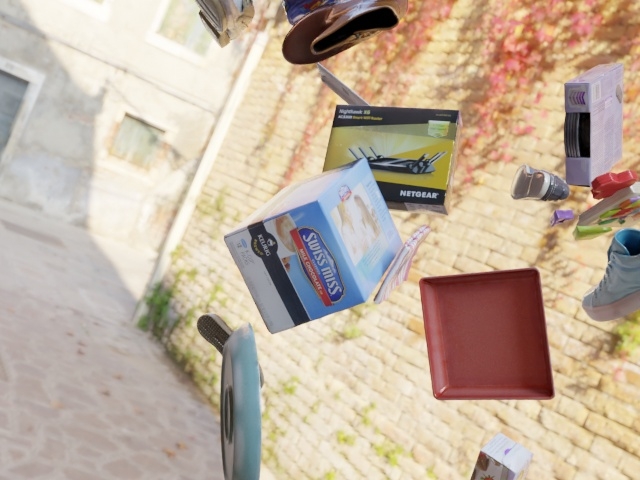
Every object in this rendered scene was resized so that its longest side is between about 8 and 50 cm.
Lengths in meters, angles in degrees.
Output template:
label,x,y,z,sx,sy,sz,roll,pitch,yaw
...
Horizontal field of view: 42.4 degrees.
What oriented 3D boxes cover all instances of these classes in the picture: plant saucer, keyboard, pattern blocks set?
label,x,y,z,sx,sy,sz,roll,pitch,yaw
plant saucer,-0.143,0.300,1.427,0.044,0.317,0.317,1,6,-13
plant saucer,0.338,0.190,1.664,0.259,0.258,0.048,-7,0,33
keyboard,0.071,-0.391,2.196,0.256,0.014,0.072,45,-16,34
pattern blocks set,0.572,-0.064,1.512,0.325,0.026,0.285,-7,-22,-21

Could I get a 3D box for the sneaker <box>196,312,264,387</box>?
label,x,y,z,sx,sy,sz,roll,pitch,yaw
sneaker,-0.166,0.216,1.636,0.188,0.066,0.071,51,13,12

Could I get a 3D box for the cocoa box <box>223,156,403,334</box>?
label,x,y,z,sx,sy,sz,roll,pitch,yaw
cocoa box,0.000,0.000,1.732,0.228,0.231,0.347,-20,12,24

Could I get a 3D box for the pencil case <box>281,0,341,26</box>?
label,x,y,z,sx,sy,sz,roll,pitch,yaw
pencil case,-0.043,-0.602,1.733,0.133,0.306,0.119,-2,-18,-42

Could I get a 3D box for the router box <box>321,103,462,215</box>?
label,x,y,z,sx,sy,sz,roll,pitch,yaw
router box,0.168,-0.195,1.968,0.309,0.243,0.081,5,-18,18

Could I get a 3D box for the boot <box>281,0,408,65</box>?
label,x,y,z,sx,sy,sz,roll,pitch,yaw
boot,0.026,-0.347,1.421,0.264,0.096,0.280,-14,22,17

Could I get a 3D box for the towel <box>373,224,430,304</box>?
label,x,y,z,sx,sy,sz,roll,pitch,yaw
towel,0.177,0.049,1.747,0.029,0.144,0.197,30,23,11

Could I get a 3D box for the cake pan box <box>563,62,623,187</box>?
label,x,y,z,sx,sy,sz,roll,pitch,yaw
cake pan box,0.650,-0.276,1.954,0.070,0.245,0.267,5,24,35

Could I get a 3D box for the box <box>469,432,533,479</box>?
label,x,y,z,sx,sy,sz,roll,pitch,yaw
box,0.247,0.445,1.279,0.063,0.324,0.067,30,33,31

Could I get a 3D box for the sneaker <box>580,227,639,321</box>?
label,x,y,z,sx,sy,sz,roll,pitch,yaw
sneaker,0.610,0.045,1.602,0.150,0.135,0.366,53,-28,4

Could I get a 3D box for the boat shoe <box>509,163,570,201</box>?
label,x,y,z,sx,sy,sz,roll,pitch,yaw
boat shoe,0.431,-0.106,1.633,0.065,0.075,0.206,16,6,-6

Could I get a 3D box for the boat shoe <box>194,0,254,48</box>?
label,x,y,z,sx,sy,sz,roll,pitch,yaw
boat shoe,-0.202,-0.502,1.757,0.113,0.103,0.302,53,-4,-5
